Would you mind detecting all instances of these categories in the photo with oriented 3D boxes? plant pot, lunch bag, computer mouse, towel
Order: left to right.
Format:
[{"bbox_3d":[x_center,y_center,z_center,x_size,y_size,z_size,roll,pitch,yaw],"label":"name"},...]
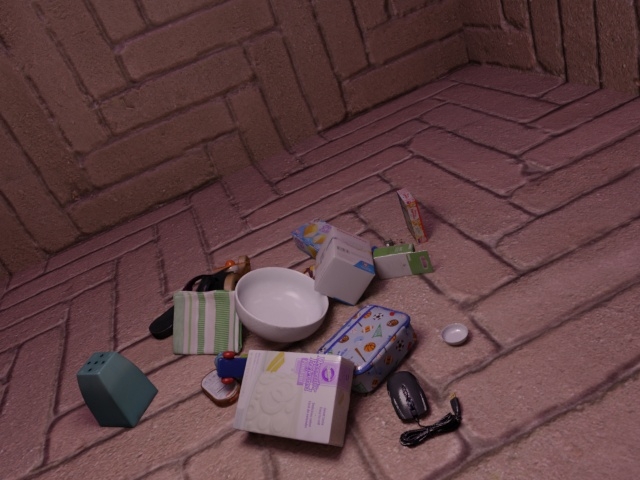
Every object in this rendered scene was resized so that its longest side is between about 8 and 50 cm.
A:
[{"bbox_3d":[-0.723,0.508,1.881,0.165,0.234,0.165,-7,32,25],"label":"plant pot"},{"bbox_3d":[-0.436,0.311,2.057,0.325,0.248,0.038,-6,-10,27],"label":"towel"},{"bbox_3d":[0.138,0.335,1.712,0.303,0.115,0.243,-38,30,-28],"label":"lunch bag"},{"bbox_3d":[0.280,0.432,1.498,0.184,0.060,0.262,-20,29,6],"label":"computer mouse"}]

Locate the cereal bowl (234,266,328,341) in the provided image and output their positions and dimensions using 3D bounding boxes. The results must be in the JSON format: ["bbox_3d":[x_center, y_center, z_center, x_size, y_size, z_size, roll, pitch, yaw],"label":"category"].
[{"bbox_3d":[-0.148,0.250,1.959,0.339,0.141,0.339,9,31,-6],"label":"cereal bowl"}]

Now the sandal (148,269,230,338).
[{"bbox_3d":[-0.554,0.248,2.338,0.167,0.107,0.446,11,42,45],"label":"sandal"}]

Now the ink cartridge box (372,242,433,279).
[{"bbox_3d":[0.313,0.076,2.031,0.209,0.109,0.062,-10,32,22],"label":"ink cartridge box"}]

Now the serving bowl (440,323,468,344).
[{"bbox_3d":[0.417,0.295,1.669,0.083,0.027,0.083,-17,29,10],"label":"serving bowl"}]

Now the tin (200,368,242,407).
[{"bbox_3d":[-0.339,0.500,1.840,0.106,0.040,0.189,-41,34,-24],"label":"tin"}]

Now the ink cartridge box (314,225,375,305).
[{"bbox_3d":[0.086,0.092,2.035,0.171,0.168,0.233,23,29,-12],"label":"ink cartridge box"}]

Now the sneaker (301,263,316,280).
[{"bbox_3d":[-0.048,0.170,2.176,0.084,0.069,0.185,-23,21,17],"label":"sneaker"}]

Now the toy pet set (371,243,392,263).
[{"bbox_3d":[0.222,0.040,2.200,0.122,0.065,0.114,-9,31,24],"label":"toy pet set"}]

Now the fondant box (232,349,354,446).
[{"bbox_3d":[-0.079,0.452,1.573,0.330,0.096,0.238,-3,65,29],"label":"fondant box"}]

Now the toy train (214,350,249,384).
[{"bbox_3d":[-0.238,0.425,1.851,0.248,0.105,0.143,4,-3,-21],"label":"toy train"}]

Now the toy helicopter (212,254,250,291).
[{"bbox_3d":[-0.344,0.156,2.220,0.140,0.235,0.355,-12,27,9],"label":"toy helicopter"}]

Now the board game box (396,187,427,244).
[{"bbox_3d":[0.372,-0.100,2.200,0.045,0.193,0.147,-21,29,2],"label":"board game box"}]

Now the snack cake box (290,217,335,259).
[{"bbox_3d":[0.000,0.000,2.398,0.152,0.089,0.264,-33,31,-17],"label":"snack cake box"}]

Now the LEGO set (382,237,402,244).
[{"bbox_3d":[0.297,0.009,2.230,0.083,0.054,0.023,-6,69,28],"label":"LEGO set"}]
